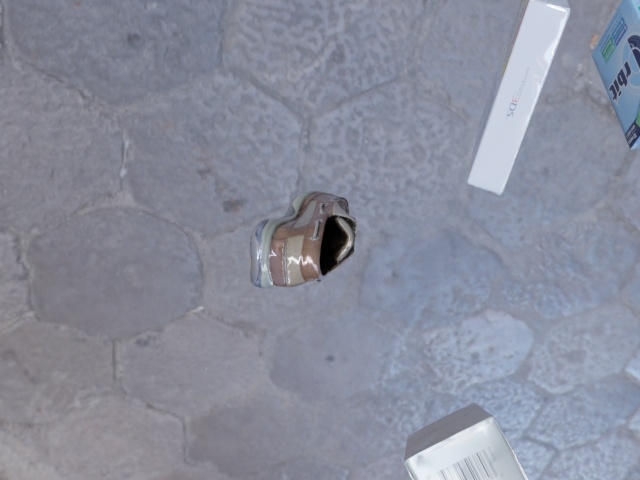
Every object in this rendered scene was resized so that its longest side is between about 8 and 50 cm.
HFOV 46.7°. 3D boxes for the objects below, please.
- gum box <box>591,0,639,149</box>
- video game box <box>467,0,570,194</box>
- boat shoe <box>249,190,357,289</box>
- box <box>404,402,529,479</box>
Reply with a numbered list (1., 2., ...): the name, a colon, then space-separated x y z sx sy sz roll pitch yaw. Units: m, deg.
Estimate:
1. gum box: 0.486 -0.258 1.127 0.041 0.185 0.157 -11 159 -5
2. video game box: 0.220 -0.181 0.829 0.048 0.187 0.205 16 120 5
3. boat shoe: 0.000 0.000 1.129 0.116 0.324 0.123 2 109 18
4. box: 0.218 0.342 1.137 0.148 0.121 0.311 -28 169 1
